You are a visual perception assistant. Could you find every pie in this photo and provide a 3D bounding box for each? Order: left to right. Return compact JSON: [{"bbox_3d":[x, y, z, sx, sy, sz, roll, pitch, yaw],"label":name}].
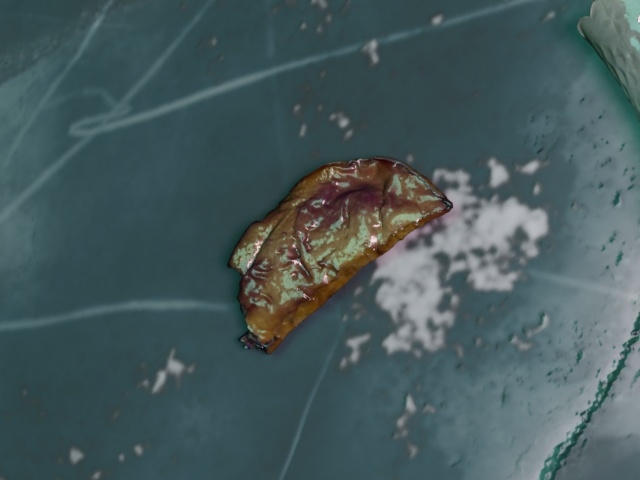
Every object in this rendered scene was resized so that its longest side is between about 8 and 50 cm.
[{"bbox_3d":[0.000,0.000,1.272,0.170,0.034,0.092,-41,61,13],"label":"pie"}]

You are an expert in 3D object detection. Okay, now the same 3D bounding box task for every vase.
[{"bbox_3d":[0.211,-0.076,1.151,0.081,0.081,0.148,-25,65,21],"label":"vase"}]
